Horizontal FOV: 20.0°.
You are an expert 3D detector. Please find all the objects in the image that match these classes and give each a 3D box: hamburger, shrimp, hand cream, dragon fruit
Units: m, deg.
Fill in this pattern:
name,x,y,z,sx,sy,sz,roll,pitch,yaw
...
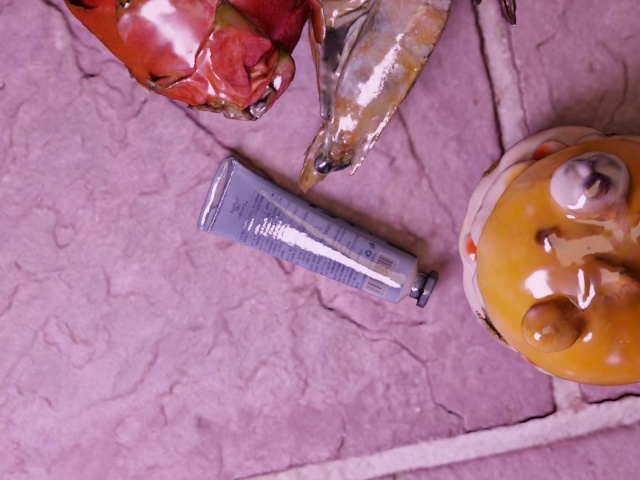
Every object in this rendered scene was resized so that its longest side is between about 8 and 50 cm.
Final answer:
name,x,y,z,sx,sy,sz,roll,pitch,yaw
hamburger,0.273,0.022,1.792,0.276,0.237,0.276,0,100,0
shrimp,0.035,-0.193,1.837,0.168,0.077,0.317,45,117,36
hand cream,0.000,0.000,1.891,0.256,0.055,0.088,23,111,1
dragon fruit,-0.133,-0.263,1.758,0.250,0.315,0.250,-19,134,-21

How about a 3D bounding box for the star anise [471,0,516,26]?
name,x,y,z,sx,sy,sz,roll,pitch,yaw
star anise,0.177,-0.285,1.827,0.141,0.042,0.141,1,87,-14
